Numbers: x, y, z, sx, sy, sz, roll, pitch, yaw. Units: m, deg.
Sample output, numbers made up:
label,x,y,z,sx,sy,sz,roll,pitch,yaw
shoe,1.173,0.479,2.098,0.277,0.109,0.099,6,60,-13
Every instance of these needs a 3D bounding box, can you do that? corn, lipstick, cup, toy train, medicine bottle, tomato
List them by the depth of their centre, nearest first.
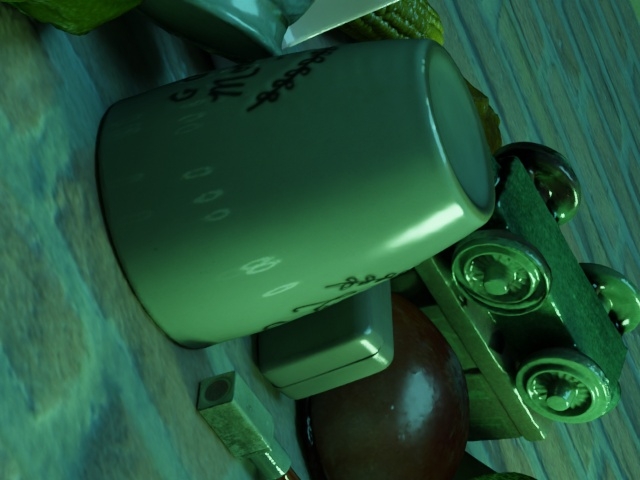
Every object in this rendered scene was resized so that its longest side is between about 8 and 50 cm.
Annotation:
label,x,y,z,sx,sy,sz,roll,pitch,yaw
cup,0.000,-0.053,1.422,0.258,0.234,0.186,-49,120,-70
lipstick,-0.044,0.145,1.429,0.129,0.030,0.030,56,25,-39
medicine bottle,-0.064,-0.210,1.445,0.143,0.147,0.147,-63,149,-6
tomato,0.067,0.135,1.623,0.199,0.112,0.228,46,35,-55
toy train,0.138,0.044,1.718,0.304,0.221,0.150,58,41,-31
corn,0.060,-0.223,1.947,0.238,0.080,0.080,17,58,-66

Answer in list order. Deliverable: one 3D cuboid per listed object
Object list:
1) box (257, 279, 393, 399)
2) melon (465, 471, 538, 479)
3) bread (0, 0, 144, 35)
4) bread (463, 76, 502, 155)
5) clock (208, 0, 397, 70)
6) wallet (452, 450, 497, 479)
label,x,y,z,sx,sy,sz,roll,pitch,yaw
box,0.000,0.000,1.559,0.055,0.103,0.244,43,35,-44
melon,0.174,0.290,1.570,0.265,0.169,0.129,41,-11,-31
bread,-0.199,-0.323,1.268,0.366,0.129,0.382,53,26,-37
bread,0.100,-0.081,1.865,0.229,0.139,0.143,23,60,-63
clock,0.004,-0.225,1.674,0.080,0.275,0.290,67,-16,-8
wallet,0.167,0.250,1.739,0.198,0.031,0.110,34,23,2
